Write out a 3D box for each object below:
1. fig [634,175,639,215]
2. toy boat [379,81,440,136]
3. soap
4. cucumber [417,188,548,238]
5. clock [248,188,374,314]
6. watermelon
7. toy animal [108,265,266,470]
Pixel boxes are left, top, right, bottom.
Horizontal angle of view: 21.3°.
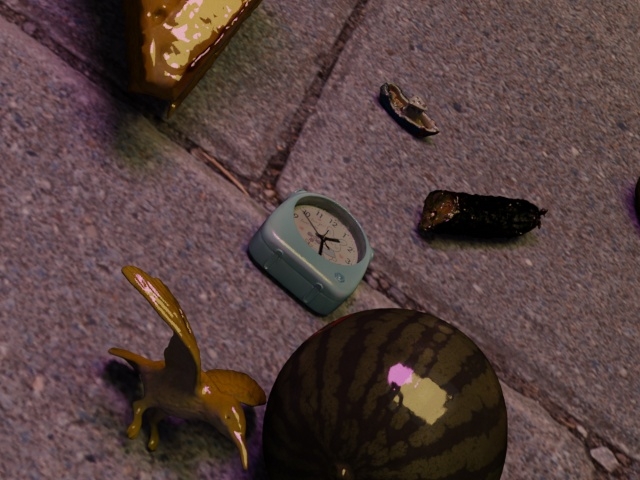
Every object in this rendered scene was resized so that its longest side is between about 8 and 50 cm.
[{"bbox_3d":[0.457,-0.073,2.052,0.123,0.156,0.123,25,34,-19],"label":"fig"},{"bbox_3d":[0.101,-0.147,1.900,0.083,0.038,0.038,43,36,3],"label":"toy boat"},{"bbox_3d":[-0.175,-0.323,1.633,0.304,0.169,0.338,36,66,-2],"label":"soap"},{"bbox_3d":[0.175,-0.026,1.839,0.181,0.053,0.053,4,51,-43],"label":"cucumber"},{"bbox_3d":[0.001,-0.001,1.654,0.108,0.045,0.147,41,35,-3],"label":"clock"},{"bbox_3d":[0.053,0.160,1.410,0.212,0.212,0.212,25,40,-23],"label":"watermelon"},{"bbox_3d":[-0.107,0.136,1.382,0.219,0.095,0.155,46,20,-54],"label":"toy animal"}]
